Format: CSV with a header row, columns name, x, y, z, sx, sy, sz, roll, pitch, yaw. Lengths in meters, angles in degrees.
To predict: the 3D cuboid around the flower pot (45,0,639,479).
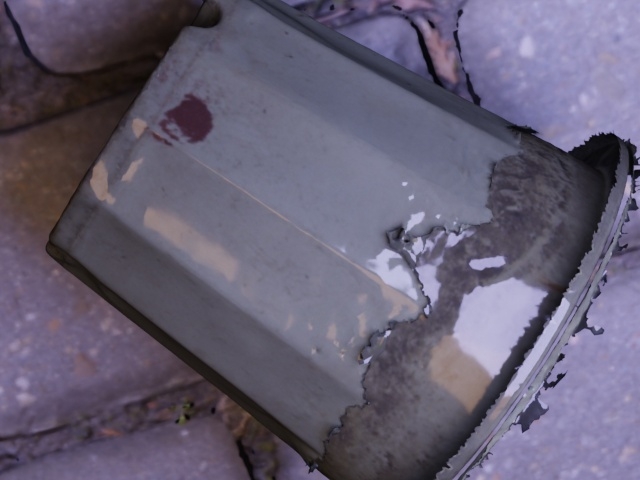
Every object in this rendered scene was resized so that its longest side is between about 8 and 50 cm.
name,x,y,z,sx,sy,sz,roll,pitch,yaw
flower pot,0.000,0.000,0.895,0.259,0.290,0.290,34,107,-7
